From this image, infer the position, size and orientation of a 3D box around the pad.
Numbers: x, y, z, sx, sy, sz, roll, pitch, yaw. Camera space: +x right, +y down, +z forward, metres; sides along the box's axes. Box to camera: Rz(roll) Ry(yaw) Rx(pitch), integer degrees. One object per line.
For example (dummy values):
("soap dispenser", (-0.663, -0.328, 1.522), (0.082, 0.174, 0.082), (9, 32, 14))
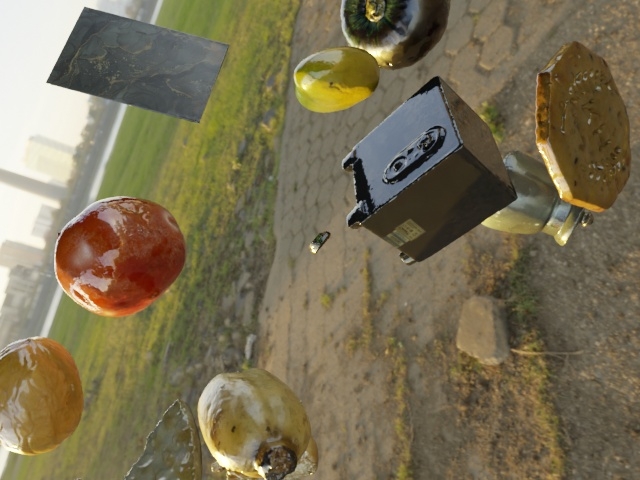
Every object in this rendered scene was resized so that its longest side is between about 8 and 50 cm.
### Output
("pad", (-0.431, -0.427, 1.319), (0.007, 0.367, 0.247), (113, 171, -67))

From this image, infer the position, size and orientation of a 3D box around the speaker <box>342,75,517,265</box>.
("speaker", (0.188, -0.125, 1.024), (0.254, 0.184, 0.232), (-38, 34, 31))

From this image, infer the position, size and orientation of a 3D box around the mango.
("mango", (0.023, -0.223, 0.769), (0.191, 0.122, 0.085), (-103, 10, -76))

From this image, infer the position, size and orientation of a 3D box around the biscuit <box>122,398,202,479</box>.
("biscuit", (-0.230, 0.371, 0.733), (0.141, 0.038, 0.290), (34, 90, 37))

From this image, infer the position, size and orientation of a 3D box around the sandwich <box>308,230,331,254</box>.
("sandwich", (-0.002, 0.003, 1.361), (0.069, 0.026, 0.101), (-51, -2, -1))

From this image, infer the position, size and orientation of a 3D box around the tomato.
("tomato", (-0.360, 0.037, 1.005), (0.188, 0.232, 0.232), (39, 112, 28))

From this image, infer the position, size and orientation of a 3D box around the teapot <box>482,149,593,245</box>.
("teapot", (0.617, -0.136, 1.496), (0.223, 0.285, 0.305), (-42, -28, -65))

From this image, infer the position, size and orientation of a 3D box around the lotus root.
("lotus root", (-0.110, 0.294, 0.895), (0.284, 0.160, 0.146), (23, 134, 65))

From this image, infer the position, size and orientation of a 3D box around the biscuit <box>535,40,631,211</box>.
("biscuit", (0.557, -0.235, 1.143), (0.046, 0.359, 0.359), (-7, 65, 52))

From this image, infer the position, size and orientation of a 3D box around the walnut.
("walnut", (-0.489, 0.264, 0.941), (0.159, 0.159, 0.206), (-150, 57, -66))

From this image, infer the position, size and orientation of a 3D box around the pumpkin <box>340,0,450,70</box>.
("pumpkin", (0.152, -0.469, 1.130), (0.233, 0.163, 0.233), (12, 111, 32))

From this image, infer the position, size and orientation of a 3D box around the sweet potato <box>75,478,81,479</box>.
("sweet potato", (-0.622, 0.618, 1.012), (0.423, 0.130, 0.130), (-34, 9, -26))

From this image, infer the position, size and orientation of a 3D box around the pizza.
("pizza", (-0.133, 0.463, 1.229), (0.323, 0.223, 0.089), (-6, 99, 68))
